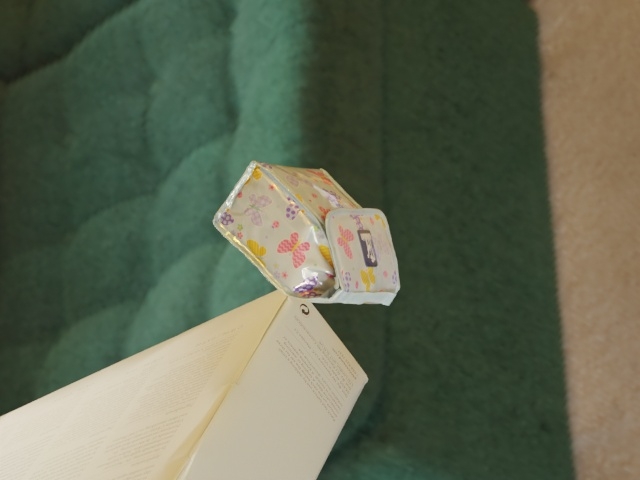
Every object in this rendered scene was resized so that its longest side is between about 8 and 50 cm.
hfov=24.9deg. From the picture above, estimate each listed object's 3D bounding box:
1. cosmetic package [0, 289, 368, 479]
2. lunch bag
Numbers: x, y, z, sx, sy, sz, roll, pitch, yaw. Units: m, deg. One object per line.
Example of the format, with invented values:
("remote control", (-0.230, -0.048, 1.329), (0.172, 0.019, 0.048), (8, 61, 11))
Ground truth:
("cosmetic package", (-0.176, 0.201, 0.963), (0.377, 0.097, 0.284), (-25, 18, 35))
("lunch bag", (0.000, 0.000, 0.742), (0.083, 0.071, 0.053), (47, 111, 24))
